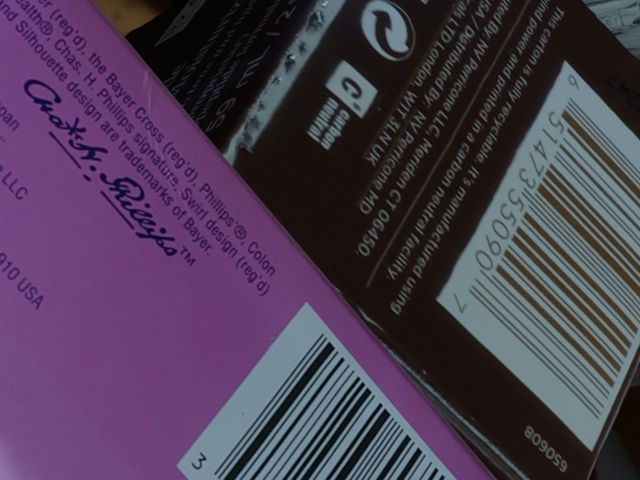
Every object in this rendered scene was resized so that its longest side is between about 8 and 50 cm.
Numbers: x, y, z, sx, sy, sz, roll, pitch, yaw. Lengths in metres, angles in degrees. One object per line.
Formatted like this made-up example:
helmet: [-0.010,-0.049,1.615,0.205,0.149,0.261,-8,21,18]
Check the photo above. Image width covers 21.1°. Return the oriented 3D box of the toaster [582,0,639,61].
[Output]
toaster: [0.120,-0.138,0.783,0.227,0.129,0.146,13,69,-72]

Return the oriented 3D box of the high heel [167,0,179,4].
high heel: [-0.013,-0.161,0.669,0.261,0.186,0.093,8,71,-36]

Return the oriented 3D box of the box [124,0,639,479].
box: [0.000,0.000,0.622,0.167,0.203,0.168,43,55,-19]

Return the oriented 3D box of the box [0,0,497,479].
box: [-0.104,0.062,0.499,0.213,0.243,0.117,50,53,-14]

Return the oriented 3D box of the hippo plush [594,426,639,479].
hippo plush: [0.152,0.235,0.614,0.234,0.236,0.294,49,64,-6]

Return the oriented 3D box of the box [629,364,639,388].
box: [0.149,0.015,0.790,0.203,0.114,0.103,-6,81,-37]
